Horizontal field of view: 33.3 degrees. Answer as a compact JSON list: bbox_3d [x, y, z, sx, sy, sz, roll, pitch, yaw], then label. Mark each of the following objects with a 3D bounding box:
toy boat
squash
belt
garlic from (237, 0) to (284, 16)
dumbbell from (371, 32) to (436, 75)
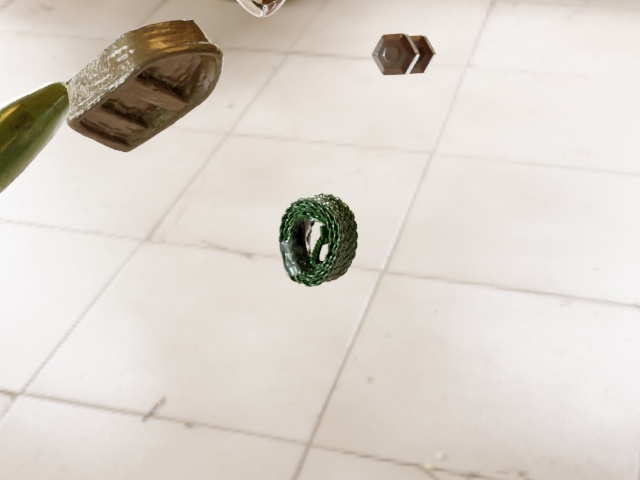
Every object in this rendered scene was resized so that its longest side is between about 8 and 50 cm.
[{"bbox_3d":[-0.191,-0.181,1.193,0.188,0.116,0.061,-31,63,22],"label":"toy boat"},{"bbox_3d":[-0.532,-0.156,1.777,0.118,0.118,0.370,25,61,36],"label":"squash"},{"bbox_3d":[0.000,0.000,1.699,0.121,0.151,0.079,17,16,31],"label":"belt"},{"bbox_3d":[-0.105,-0.457,1.824,0.115,0.128,0.206,-32,64,-8],"label":"garlic"},{"bbox_3d":[0.173,-0.380,2.184,0.082,0.092,0.231,-31,-1,20],"label":"dumbbell"}]
